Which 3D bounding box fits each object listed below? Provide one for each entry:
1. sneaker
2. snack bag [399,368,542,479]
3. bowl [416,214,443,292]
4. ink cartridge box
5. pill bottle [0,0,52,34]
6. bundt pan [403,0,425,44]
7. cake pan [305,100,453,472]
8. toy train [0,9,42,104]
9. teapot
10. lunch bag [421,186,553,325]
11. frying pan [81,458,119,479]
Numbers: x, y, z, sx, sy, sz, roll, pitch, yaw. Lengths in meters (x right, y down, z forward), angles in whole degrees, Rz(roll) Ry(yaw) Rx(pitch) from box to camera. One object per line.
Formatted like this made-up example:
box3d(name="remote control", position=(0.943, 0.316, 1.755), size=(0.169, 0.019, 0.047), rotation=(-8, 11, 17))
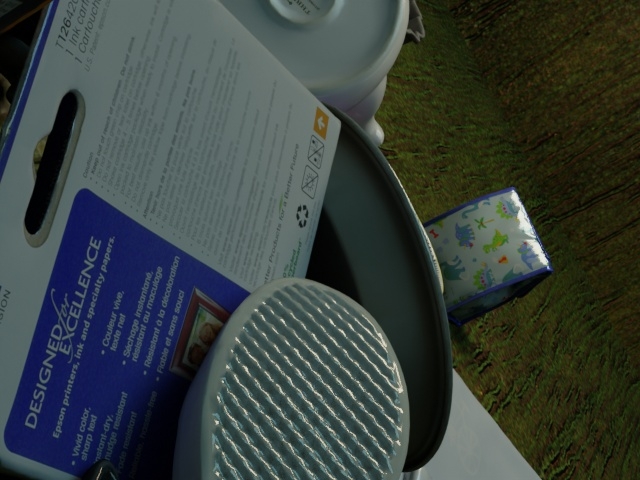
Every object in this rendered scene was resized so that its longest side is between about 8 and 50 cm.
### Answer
box3d(name="sneaker", position=(-0.049, 0.180, 0.795), size=(0.135, 0.150, 0.366), rotation=(29, 42, -14))
box3d(name="snack bag", position=(0.153, 0.288, 1.309), size=(0.323, 0.037, 0.343), rotation=(50, 33, -33))
box3d(name="bowl", position=(0.055, 0.003, 1.522), size=(0.170, 0.080, 0.170), rotation=(54, 18, -26))
box3d(name="ink cartridge box", position=(-0.108, 0.000, 0.827), size=(0.307, 0.072, 0.304), rotation=(37, 62, -53))
box3d(name="pill bottle", position=(-0.204, -0.156, 0.660), size=(0.162, 0.278, 0.162), rotation=(53, 19, -28))
box3d(name="bundt pan", position=(0.008, -0.384, 1.930), size=(0.331, 0.124, 0.331), rotation=(53, 17, -25))
box3d(name="cake pan", position=(0.001, 0.042, 1.077), size=(0.293, 0.054, 0.293), rotation=(46, -35, 47))
box3d(name="toy train", position=(-0.221, -0.204, 0.885), size=(0.190, 0.142, 0.334), rotation=(26, -19, 48))
box3d(name="teapot", position=(-0.049, -0.223, 1.404), size=(0.187, 0.252, 0.256), rotation=(154, -69, -71))
box3d(name="lunch bag", position=(0.208, 0.019, 1.827), size=(0.096, 0.151, 0.129), rotation=(26, 38, -62))
box3d(name="frying pan", position=(-0.110, 0.247, 0.626), size=(0.197, 0.053, 0.326), rotation=(63, 27, -9))
